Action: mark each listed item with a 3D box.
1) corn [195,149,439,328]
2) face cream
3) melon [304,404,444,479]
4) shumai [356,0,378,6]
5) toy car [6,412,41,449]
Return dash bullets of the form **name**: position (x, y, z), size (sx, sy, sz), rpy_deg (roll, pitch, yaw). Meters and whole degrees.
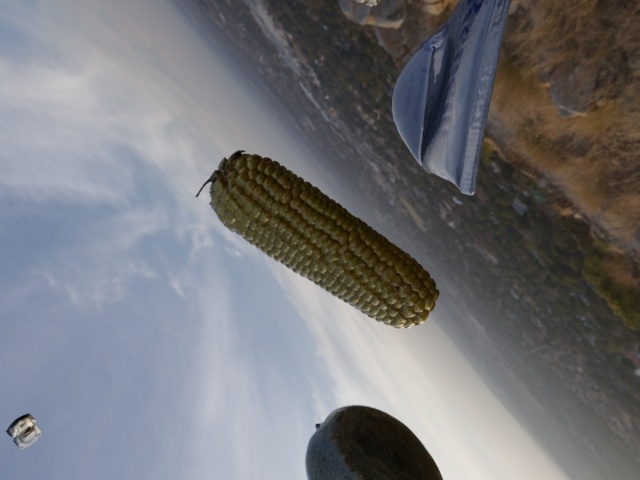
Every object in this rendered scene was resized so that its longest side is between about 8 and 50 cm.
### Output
- **corn**: position (0.000, 0.000, 0.555), size (0.305, 0.106, 0.106), rpy_deg (33, 180, 7)
- **face cream**: position (0.172, -0.192, 0.593), size (0.137, 0.235, 0.420), rpy_deg (11, -168, 2)
- **melon**: position (0.117, 0.501, 0.978), size (0.329, 0.248, 0.248), rpy_deg (41, -179, 10)
- **shumai**: position (0.055, -0.482, 0.629), size (0.217, 0.346, 0.283), rpy_deg (23, 161, -17)
- **toy car**: position (-0.498, 0.322, 0.778), size (0.025, 0.041, 0.093), rpy_deg (38, 139, 14)
